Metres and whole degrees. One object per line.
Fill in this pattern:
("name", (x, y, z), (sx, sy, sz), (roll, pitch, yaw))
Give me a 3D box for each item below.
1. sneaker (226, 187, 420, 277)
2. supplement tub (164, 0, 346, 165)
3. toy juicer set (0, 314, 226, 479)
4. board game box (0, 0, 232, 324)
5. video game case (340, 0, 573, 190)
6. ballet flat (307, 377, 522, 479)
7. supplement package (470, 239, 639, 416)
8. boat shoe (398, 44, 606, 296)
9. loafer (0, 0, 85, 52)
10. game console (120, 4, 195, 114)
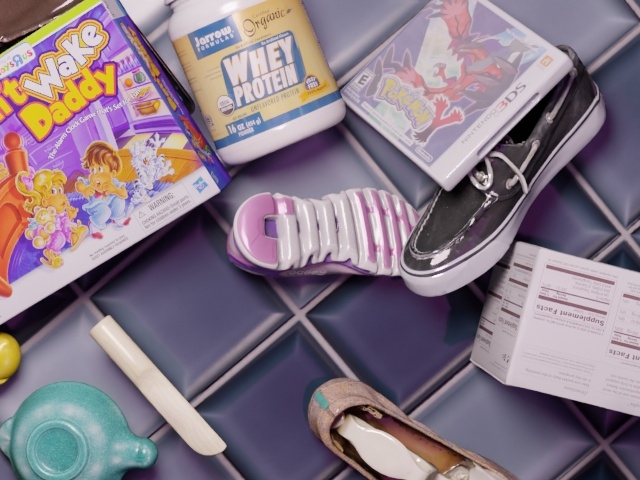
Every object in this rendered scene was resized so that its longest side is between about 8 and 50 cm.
("sneaker", (0.000, 0.000, 1.794), (0.236, 0.104, 0.095), (2, 73, -27))
("supplement tub", (-0.072, -0.192, 1.743), (0.144, 0.144, 0.200), (-23, 96, -3))
("toy juicer set", (-0.281, 0.183, 1.781), (0.329, 0.089, 0.209), (-22, 89, 7))
("board game box", (-0.301, -0.067, 1.726), (0.347, 0.078, 0.233), (-31, 96, 11))
("video game case", (0.137, -0.167, 1.754), (0.183, 0.201, 0.023), (-45, 136, -1))
("ballet flat", (0.121, 0.261, 1.810), (0.316, 0.106, 0.108), (31, 91, -7))
("supplement package", (0.314, 0.102, 1.767), (0.261, 0.204, 0.145), (15, 91, -6))
("boat shoe", (0.181, -0.078, 1.756), (0.306, 0.113, 0.105), (-45, 132, -11))
("loafer", (-0.347, -0.248, 1.722), (0.366, 0.130, 0.134), (-30, 96, -3))
("game console", (-0.223, -0.156, 1.760), (0.124, 0.085, 0.144), (-38, 95, -9))
